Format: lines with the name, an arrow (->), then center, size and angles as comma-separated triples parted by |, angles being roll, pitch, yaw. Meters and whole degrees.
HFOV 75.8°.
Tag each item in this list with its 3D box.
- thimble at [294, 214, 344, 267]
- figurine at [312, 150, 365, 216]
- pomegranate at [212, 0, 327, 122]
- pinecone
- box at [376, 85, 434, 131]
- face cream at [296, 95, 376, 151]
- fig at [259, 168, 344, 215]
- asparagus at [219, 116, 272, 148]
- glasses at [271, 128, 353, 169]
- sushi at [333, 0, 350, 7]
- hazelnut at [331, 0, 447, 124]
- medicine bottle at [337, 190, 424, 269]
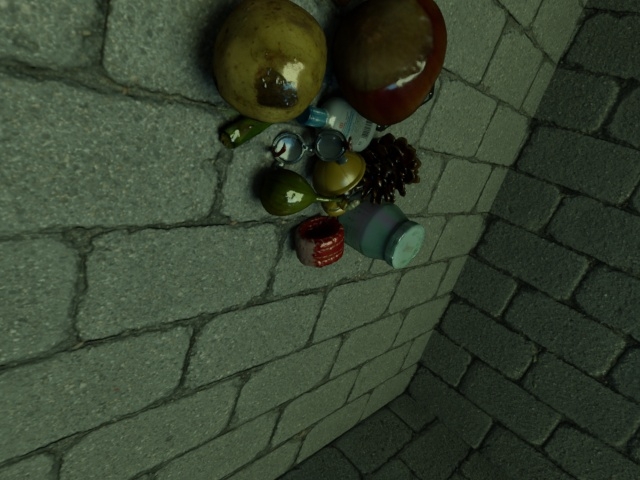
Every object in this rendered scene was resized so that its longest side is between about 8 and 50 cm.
thimble -> -0.002, 0.004, 1.494 | 0.189, 0.163, 0.125 | -33, 137, -32
figurine -> 0.054, -0.192, 1.398 | 0.167, 0.192, 0.257 | -15, 141, -21
pomegranate -> -0.114, -0.406, 0.946 | 0.281, 0.281, 0.282 | -30, 137, -33
pinecone -> 0.231, -0.244, 1.515 | 0.264, 0.264, 0.264 | -30, 137, -33
box -> 0.305, -0.564, 1.520 | 0.350, 0.058, 0.212 | -37, 141, -26
face cream -> 0.057, -0.381, 1.337 | 0.336, 0.080, 0.163 | -6, 122, -48
fig -> -0.057, -0.124, 1.255 | 0.259, 0.151, 0.152 | 19, 105, -12
asparagus -> -0.154, -0.339, 1.132 | 0.277, 0.060, 0.067 | -41, 132, -23
glasses -> -0.022, -0.241, 1.152 | 0.233, 0.268, 0.118 | -4, 110, -4
sushi -> 0.052, -0.687, 1.121 | 0.060, 0.061, 0.118 | -70, 164, 4
hazelnut -> 0.204, -0.525, 1.195 | 0.365, 0.365, 0.366 | -30, 137, -33
medicine bottle -> 0.244, -0.037, 1.649 | 0.244, 0.289, 0.245 | -30, 137, -33
